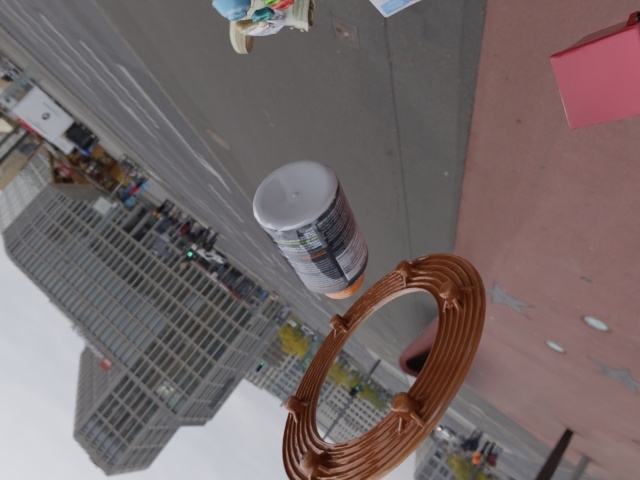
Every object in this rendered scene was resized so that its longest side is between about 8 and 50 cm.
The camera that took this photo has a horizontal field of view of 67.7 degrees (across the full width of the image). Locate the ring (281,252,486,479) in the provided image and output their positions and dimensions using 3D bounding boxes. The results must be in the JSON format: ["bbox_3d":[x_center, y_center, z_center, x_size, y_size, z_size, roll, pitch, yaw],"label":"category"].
[{"bbox_3d":[0.057,0.142,0.586,0.032,0.336,0.336,39,170,-13],"label":"ring"}]

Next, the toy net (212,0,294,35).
[{"bbox_3d":[-0.100,-0.410,0.841,0.232,0.122,0.045,-58,-49,-72],"label":"toy net"}]

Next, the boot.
[{"bbox_3d":[-0.097,-0.453,0.972,0.165,0.077,0.213,14,152,-3],"label":"boot"}]

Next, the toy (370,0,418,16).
[{"bbox_3d":[0.080,-0.305,0.502,0.137,0.056,0.237,-14,165,32],"label":"toy"}]

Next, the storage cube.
[{"bbox_3d":[0.685,-0.394,1.097,0.193,0.184,0.215,-3,116,57],"label":"storage cube"}]

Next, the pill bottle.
[{"bbox_3d":[0.000,0.000,0.753,0.130,0.130,0.245,31,161,36],"label":"pill bottle"}]
